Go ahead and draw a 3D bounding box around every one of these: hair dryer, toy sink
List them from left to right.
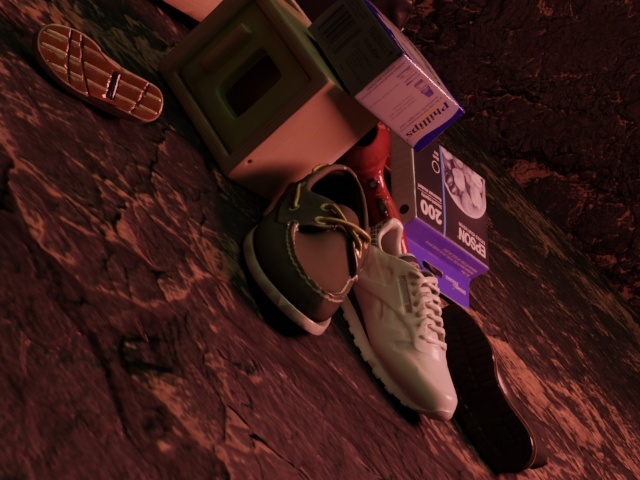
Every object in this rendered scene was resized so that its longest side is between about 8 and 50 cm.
[{"bbox_3d":[-0.072,-0.182,1.317,0.131,0.153,0.234,28,26,-56],"label":"toy sink"},{"bbox_3d":[0.078,-0.060,1.440,0.223,0.080,0.293,58,-3,40],"label":"hair dryer"}]

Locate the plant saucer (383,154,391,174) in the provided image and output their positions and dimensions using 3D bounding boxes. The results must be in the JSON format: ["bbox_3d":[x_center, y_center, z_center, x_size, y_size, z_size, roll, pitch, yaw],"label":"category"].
[{"bbox_3d":[0.000,-0.211,1.845,0.258,0.048,0.259,39,16,-34],"label":"plant saucer"}]

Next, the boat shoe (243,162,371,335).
[{"bbox_3d":[-0.003,-0.003,1.169,0.109,0.091,0.305,46,14,-12],"label":"boat shoe"}]

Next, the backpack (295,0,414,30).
[{"bbox_3d":[0.019,-0.461,2.186,0.290,0.273,0.355,24,31,-7],"label":"backpack"}]

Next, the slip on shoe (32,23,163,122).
[{"bbox_3d":[-0.200,-0.144,1.054,0.135,0.051,0.041,26,-15,-40],"label":"slip on shoe"}]

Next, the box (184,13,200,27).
[{"bbox_3d":[-0.169,-0.331,1.698,0.201,0.021,0.164,52,14,10],"label":"box"}]

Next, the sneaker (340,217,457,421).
[{"bbox_3d":[0.085,0.078,1.222,0.090,0.095,0.235,34,21,-51],"label":"sneaker"}]

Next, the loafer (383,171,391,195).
[{"bbox_3d":[0.133,-0.052,1.758,0.223,0.076,0.078,22,40,-56],"label":"loafer"}]

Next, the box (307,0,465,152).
[{"bbox_3d":[0.071,-0.182,1.288,0.137,0.072,0.126,34,21,-48],"label":"box"}]

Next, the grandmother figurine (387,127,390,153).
[{"bbox_3d":[0.102,-0.246,2.169,0.208,0.104,0.342,49,9,-24],"label":"grandmother figurine"}]

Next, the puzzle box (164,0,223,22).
[{"bbox_3d":[-0.252,-0.448,1.628,0.272,0.052,0.409,25,27,-46],"label":"puzzle box"}]

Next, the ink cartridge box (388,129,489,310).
[{"bbox_3d":[0.169,-0.031,1.685,0.206,0.045,0.208,31,52,-46],"label":"ink cartridge box"}]

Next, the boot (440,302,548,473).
[{"bbox_3d":[0.188,0.174,1.356,0.137,0.077,0.197,30,36,-65],"label":"boot"}]
